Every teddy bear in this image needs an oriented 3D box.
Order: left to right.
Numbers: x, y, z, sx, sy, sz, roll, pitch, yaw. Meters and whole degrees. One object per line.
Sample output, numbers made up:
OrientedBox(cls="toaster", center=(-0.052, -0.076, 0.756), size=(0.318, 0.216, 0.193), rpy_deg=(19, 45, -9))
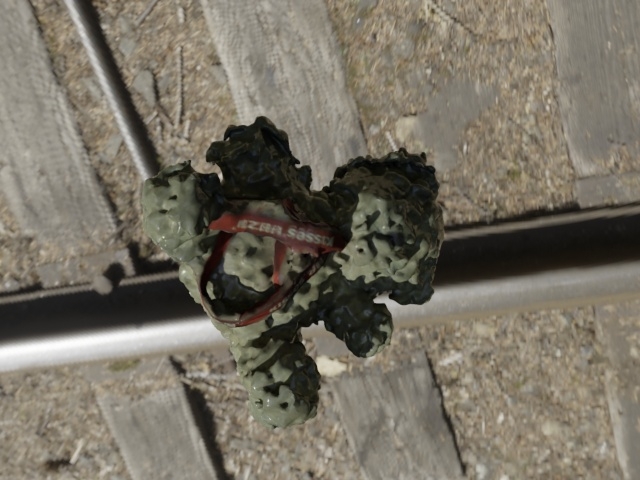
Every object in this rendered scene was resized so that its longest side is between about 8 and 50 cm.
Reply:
OrientedBox(cls="teddy bear", center=(0.000, 0.000, 1.193), size=(0.367, 0.224, 0.358), rpy_deg=(-29, 100, -7))
